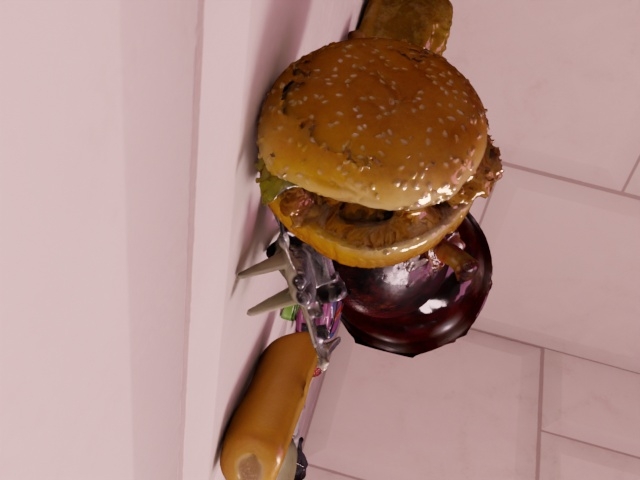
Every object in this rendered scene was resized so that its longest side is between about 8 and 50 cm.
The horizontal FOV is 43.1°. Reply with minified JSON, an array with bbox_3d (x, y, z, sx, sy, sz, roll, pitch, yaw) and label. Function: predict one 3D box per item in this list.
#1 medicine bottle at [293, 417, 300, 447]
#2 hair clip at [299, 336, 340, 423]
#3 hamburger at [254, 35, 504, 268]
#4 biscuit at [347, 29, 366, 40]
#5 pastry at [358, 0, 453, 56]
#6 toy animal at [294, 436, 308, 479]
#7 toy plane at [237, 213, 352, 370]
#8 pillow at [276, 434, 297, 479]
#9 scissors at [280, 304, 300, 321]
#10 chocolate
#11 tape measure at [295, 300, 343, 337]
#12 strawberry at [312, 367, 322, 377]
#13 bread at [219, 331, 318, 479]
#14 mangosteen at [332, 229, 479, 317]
[{"bbox_3d":[-0.076,0.351,1.407,0.092,0.061,0.220,-38,146,-50],"label":"medicine bottle"},{"bbox_3d":[-0.022,0.278,1.766,0.146,0.075,0.257,95,17,-53],"label":"hair clip"},{"bbox_3d":[0.048,-0.074,0.631,0.118,0.191,0.181,94,19,-58],"label":"hamburger"},{"bbox_3d":[0.027,-0.145,1.050,0.176,0.031,0.228,-80,-179,-59],"label":"biscuit"},{"bbox_3d":[0.115,-0.262,1.223,0.240,0.132,0.235,-51,154,-77],"label":"pastry"},{"bbox_3d":[-0.072,0.449,1.640,0.210,0.121,0.117,-96,-170,-57],"label":"toy animal"},{"bbox_3d":[-0.018,0.013,0.796,0.262,0.088,0.192,-73,150,-74],"label":"toy plane"},{"bbox_3d":[-0.100,0.431,1.233,0.185,0.075,0.302,80,28,-74],"label":"pillow"},{"bbox_3d":[-0.018,0.014,1.166,0.101,0.027,0.204,-69,175,-78],"label":"scissors"},{"bbox_3d":[0.146,0.054,1.599,0.331,0.384,0.383,14,91,-69],"label":"chocolate"},{"bbox_3d":[-0.002,0.108,1.388,0.118,0.074,0.125,-55,155,-61],"label":"tape measure"},{"bbox_3d":[-0.028,0.217,1.480,0.083,0.073,0.073,-178,-76,-77],"label":"strawberry"},{"bbox_3d":[-0.058,0.194,0.967,0.239,0.074,0.092,-67,176,-62],"label":"bread"},{"bbox_3d":[0.126,0.008,1.230,0.235,0.261,0.235,-15,110,-50],"label":"mangosteen"}]
